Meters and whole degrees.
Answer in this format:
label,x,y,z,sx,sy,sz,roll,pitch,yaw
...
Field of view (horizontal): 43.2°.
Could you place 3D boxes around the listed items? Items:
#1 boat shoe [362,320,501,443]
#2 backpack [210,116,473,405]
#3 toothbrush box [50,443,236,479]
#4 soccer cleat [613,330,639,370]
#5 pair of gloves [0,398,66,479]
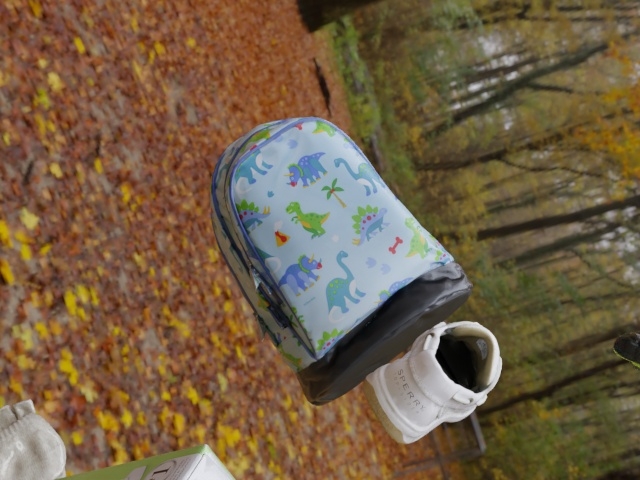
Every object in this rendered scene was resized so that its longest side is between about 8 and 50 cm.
label,x,y,z,sx,sy,sz,roll,pitch,yaw
boat shoe,0.143,0.128,0.821,0.098,0.096,0.277,55,24,10
backpack,0.000,0.000,1.121,0.355,0.290,0.273,54,-9,20
toothbrush box,-0.197,0.294,0.635,0.122,0.283,0.206,57,36,-18
soccer cleat,0.377,0.096,0.776,0.060,0.179,0.072,-53,144,-67
pair of gloves,-0.403,0.301,0.920,0.204,0.240,0.042,60,-18,25
